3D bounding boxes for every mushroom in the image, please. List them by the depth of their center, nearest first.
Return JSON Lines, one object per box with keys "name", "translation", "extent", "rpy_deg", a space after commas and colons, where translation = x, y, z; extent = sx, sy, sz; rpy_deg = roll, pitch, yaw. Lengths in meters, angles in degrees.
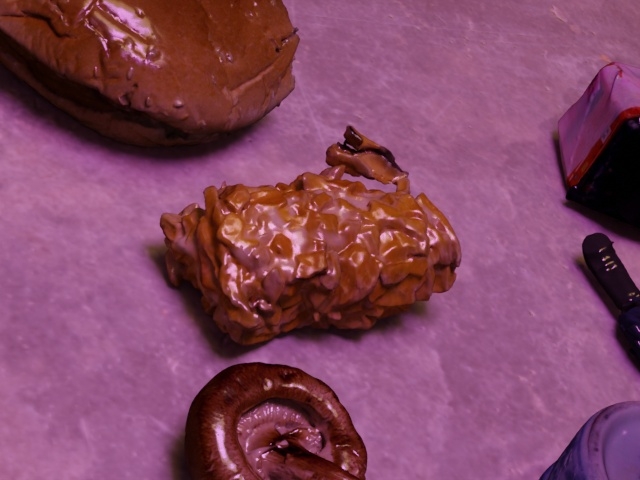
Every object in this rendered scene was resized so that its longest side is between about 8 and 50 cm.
{"name": "mushroom", "translation": [-0.020, 0.164, 1.145], "extent": [0.170, 0.080, 0.135], "rpy_deg": [43, 55, 12]}

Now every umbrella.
{"name": "umbrella", "translation": [0.309, 0.091, 1.424], "extent": [0.071, 0.071, 0.248], "rpy_deg": [-2, 47, -32]}

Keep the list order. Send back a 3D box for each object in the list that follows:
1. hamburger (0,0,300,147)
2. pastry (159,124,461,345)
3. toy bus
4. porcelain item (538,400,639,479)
{"name": "hamburger", "translation": [-0.177, -0.187, 1.358], "extent": [0.309, 0.132, 0.211], "rpy_deg": [36, 39, 3]}
{"name": "pastry", "translation": [0.000, 0.000, 1.298], "extent": [0.250, 0.102, 0.154], "rpy_deg": [-11, 59, -35]}
{"name": "toy bus", "translation": [0.387, -0.074, 1.583], "extent": [0.303, 0.127, 0.147], "rpy_deg": [11, 42, -22]}
{"name": "porcelain item", "translation": [0.239, 0.210, 1.224], "extent": [0.147, 0.114, 0.147], "rpy_deg": [16, 45, -16]}
